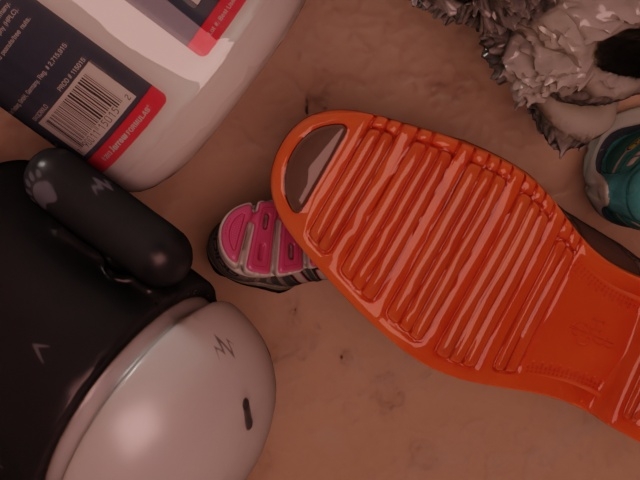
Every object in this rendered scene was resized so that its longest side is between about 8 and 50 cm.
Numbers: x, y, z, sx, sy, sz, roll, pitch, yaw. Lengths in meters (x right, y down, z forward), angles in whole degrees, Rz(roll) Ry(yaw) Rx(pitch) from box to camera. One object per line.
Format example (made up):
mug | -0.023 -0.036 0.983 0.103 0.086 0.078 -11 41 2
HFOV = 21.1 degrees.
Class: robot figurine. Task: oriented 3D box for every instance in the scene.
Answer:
robot figurine | -0.157 0.061 1.023 0.278 0.209 0.173 35 79 15

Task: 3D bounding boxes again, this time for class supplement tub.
supplement tub | -0.157 -0.173 0.989 0.272 0.191 0.191 37 95 -13

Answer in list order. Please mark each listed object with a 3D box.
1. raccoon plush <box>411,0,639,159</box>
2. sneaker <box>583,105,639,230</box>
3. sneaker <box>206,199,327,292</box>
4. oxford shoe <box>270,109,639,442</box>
raccoon plush | 0.061 -0.247 1.044 0.216 0.299 0.446 -45 64 -2
sneaker | 0.311 -0.044 1.116 0.275 0.110 0.107 -10 102 -6
sneaker | 0.000 0.000 1.114 0.170 0.075 0.063 -4 84 -29
oxford shoe | 0.120 0.027 1.091 0.364 0.133 0.130 31 96 -16
